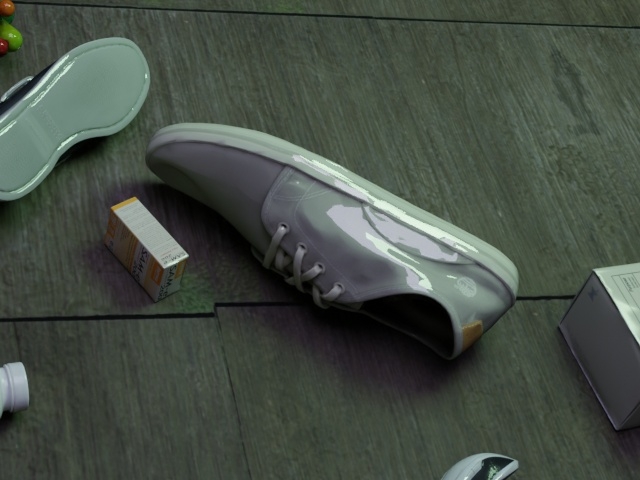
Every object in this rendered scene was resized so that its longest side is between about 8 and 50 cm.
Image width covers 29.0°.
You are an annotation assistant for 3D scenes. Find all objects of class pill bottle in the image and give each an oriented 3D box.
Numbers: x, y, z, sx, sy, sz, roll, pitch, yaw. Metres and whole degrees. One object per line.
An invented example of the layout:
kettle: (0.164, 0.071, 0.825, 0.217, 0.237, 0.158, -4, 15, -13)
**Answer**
pill bottle: (-0.341, 0.148, 1.182, 0.116, 0.065, 0.065, -6, 53, -24)

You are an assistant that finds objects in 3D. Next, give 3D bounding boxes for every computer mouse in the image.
computer mouse: (0.123, 0.257, 1.233, 0.193, 0.106, 0.042, -24, 68, -43)

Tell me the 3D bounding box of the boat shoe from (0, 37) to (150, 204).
boat shoe: (-0.314, -0.141, 1.415, 0.302, 0.091, 0.114, -42, 116, -45)

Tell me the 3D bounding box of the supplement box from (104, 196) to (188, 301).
supplement box: (-0.192, 0.010, 1.353, 0.036, 0.062, 0.098, -28, 63, -36)

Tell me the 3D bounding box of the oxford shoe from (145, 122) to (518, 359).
oxford shoe: (0.000, 0.000, 1.374, 0.449, 0.169, 0.130, 26, 69, 4)

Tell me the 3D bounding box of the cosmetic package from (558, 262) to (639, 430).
cosmetic package: (0.459, 0.107, 1.455, 0.309, 0.113, 0.160, -6, 53, -22)

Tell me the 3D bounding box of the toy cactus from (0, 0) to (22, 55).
toy cactus: (-0.436, -0.304, 1.534, 0.219, 0.112, 0.180, 31, 29, 12)
